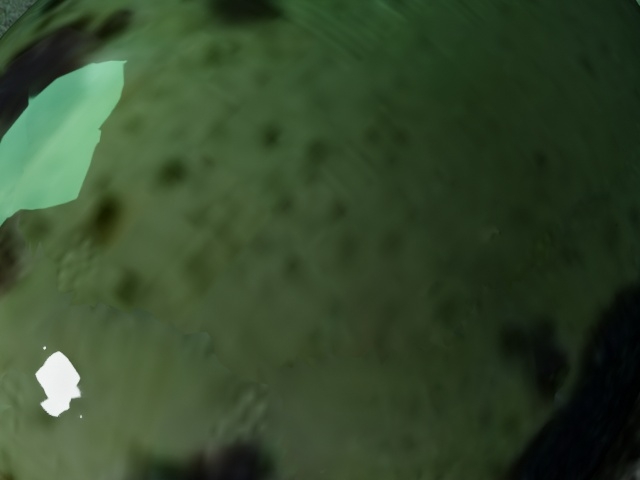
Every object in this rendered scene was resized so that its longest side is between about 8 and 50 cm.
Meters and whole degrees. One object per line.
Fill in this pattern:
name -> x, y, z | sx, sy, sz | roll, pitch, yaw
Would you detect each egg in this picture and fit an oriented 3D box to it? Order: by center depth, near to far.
egg -> 0.000, 0.000, 0.724 | 0.428, 0.345, 0.345 | -42, -4, -37
